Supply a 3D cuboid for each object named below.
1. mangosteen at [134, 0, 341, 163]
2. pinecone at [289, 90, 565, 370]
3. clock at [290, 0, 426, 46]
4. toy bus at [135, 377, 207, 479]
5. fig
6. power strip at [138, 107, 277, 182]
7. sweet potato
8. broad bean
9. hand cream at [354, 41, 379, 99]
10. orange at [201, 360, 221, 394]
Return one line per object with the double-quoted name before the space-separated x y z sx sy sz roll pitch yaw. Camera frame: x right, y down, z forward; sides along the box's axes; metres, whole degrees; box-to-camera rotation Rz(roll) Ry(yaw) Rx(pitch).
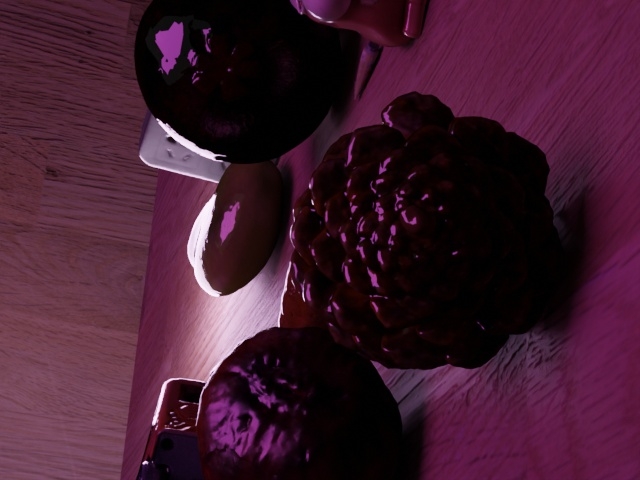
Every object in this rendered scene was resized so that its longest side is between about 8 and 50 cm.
"mangosteen" -0.120 -0.273 2.280 0.347 0.306 0.307 -81 5 -76
"pinecone" 0.093 0.007 1.362 0.309 0.244 0.244 107 170 -73
"clock" 0.040 -0.301 1.933 0.166 0.162 0.093 -130 50 -73
"toy bus" -0.200 0.431 2.251 0.233 0.203 0.427 -100 25 -66
"fig" -0.018 0.223 1.658 0.224 0.224 0.263 -118 24 -69
"power strip" -0.168 -0.231 2.568 0.261 0.229 0.141 115 162 -44
"sweet potato" -0.002 0.056 1.964 0.097 0.097 0.252 -96 23 -50
"broad bean" -0.140 -0.019 2.532 0.291 0.119 0.238 131 156 -59
"hand cream" 0.061 -0.237 2.098 0.102 0.022 0.035 111 164 -54
"orange" -0.089 0.223 2.090 0.156 0.134 0.156 -29 20 12
